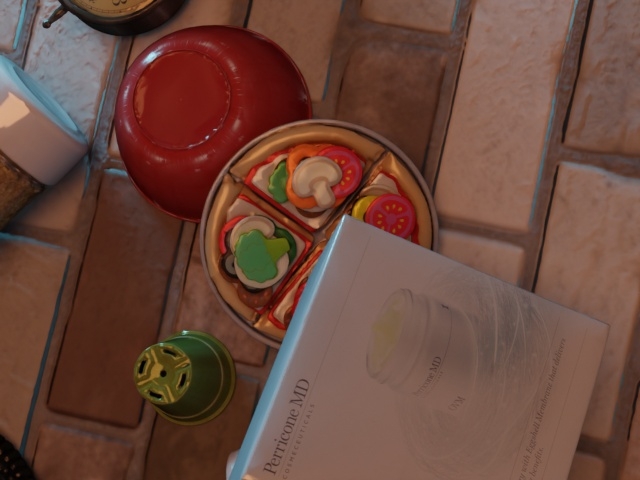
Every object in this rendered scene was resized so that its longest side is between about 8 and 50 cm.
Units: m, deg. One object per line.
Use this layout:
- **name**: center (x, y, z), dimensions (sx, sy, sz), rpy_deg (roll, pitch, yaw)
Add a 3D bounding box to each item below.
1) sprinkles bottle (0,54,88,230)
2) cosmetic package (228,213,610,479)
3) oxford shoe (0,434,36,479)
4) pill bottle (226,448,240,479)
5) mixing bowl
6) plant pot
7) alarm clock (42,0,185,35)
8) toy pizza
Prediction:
- **sprinkles bottle**: center (-0.369, -0.003, 1.299), dimensions (0.355, 0.121, 0.121), rpy_deg (-44, 76, 4)
- **cosmetic package**: center (0.069, 0.137, 1.111), dimensions (0.224, 0.138, 0.224), rpy_deg (22, 65, -1)
- **oxford shoe**: center (-0.326, 0.205, 1.292), dimensions (0.227, 0.083, 0.096), rpy_deg (41, 111, 15)
- **pill bottle**: center (-0.002, 0.195, 1.212), dimensions (0.137, 0.078, 0.078), rpy_deg (-16, 79, 10)
- **mixing bowl**: center (-0.106, -0.111, 1.269), dimensions (0.181, 0.098, 0.181), rpy_deg (-2, 81, 13)
- **plant pot**: center (-0.121, 0.115, 1.249), dimensions (0.083, 0.079, 0.083), rpy_deg (-2, 82, 11)
- **alarm clock**: center (-0.158, -0.251, 1.316), dimensions (0.192, 0.064, 0.129), rpy_deg (-6, 81, 14)
- **toy pizza**: center (0.000, 0.000, 1.226), dimensions (0.201, 0.032, 0.201), rpy_deg (-1, 99, -3)
